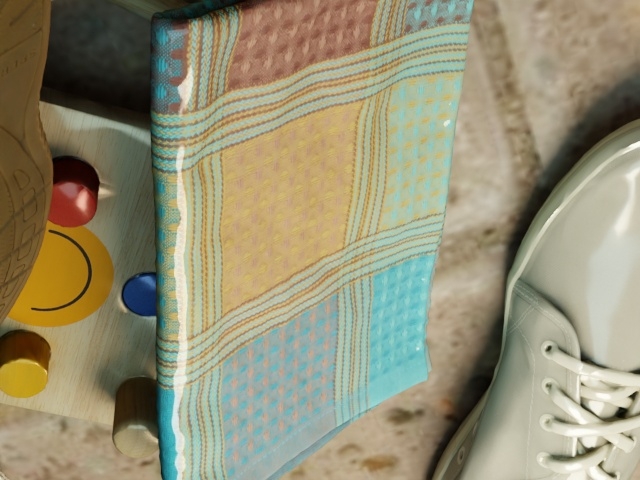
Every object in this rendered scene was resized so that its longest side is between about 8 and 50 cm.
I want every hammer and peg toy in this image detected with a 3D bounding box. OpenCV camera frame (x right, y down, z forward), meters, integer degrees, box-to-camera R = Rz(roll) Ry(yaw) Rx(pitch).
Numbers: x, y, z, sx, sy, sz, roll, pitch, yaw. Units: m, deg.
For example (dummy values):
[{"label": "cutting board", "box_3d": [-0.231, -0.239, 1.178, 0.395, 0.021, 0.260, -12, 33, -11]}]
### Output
[{"label": "hammer and peg toy", "box_3d": [-0.163, -0.025, 0.770, 0.265, 0.127, 0.361, 15, 120, -15]}]

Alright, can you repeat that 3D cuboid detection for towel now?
[{"label": "towel", "box_3d": [0.000, 0.000, 0.761, 0.271, 0.040, 0.370, -28, 134, -40]}]

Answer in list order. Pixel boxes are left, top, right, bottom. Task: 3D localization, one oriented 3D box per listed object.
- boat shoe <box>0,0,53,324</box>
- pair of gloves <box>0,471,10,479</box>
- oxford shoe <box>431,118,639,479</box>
[{"label": "boat shoe", "box_3d": [-0.214, -0.050, 0.625, 0.098, 0.109, 0.302, 25, 130, 13]}, {"label": "pair of gloves", "box_3d": [-0.368, 0.180, 0.937, 0.204, 0.042, 0.240, -15, 122, 5]}, {"label": "oxford shoe", "box_3d": [0.206, 0.114, 0.900, 0.169, 0.130, 0.450, 13, 120, -12]}]
